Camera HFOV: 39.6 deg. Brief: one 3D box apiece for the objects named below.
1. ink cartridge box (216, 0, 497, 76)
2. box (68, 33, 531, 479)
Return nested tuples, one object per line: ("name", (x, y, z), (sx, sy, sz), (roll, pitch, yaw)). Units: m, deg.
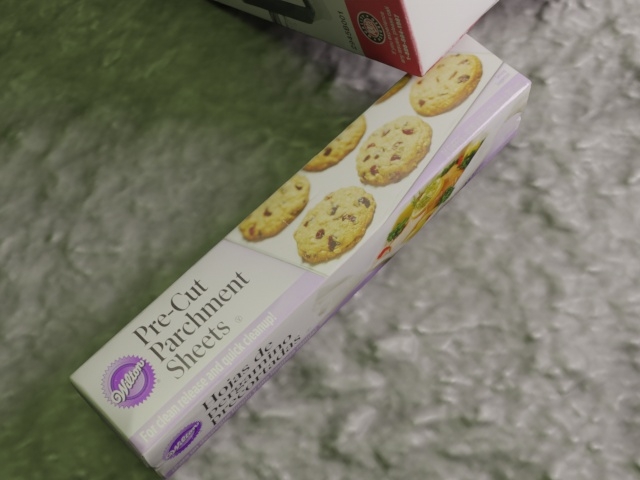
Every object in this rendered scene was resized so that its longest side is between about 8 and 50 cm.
("ink cartridge box", (-0.009, -0.213, 0.552), (0.217, 0.159, 0.092), (31, 69, 36))
("box", (0.000, 0.000, 0.535), (0.324, 0.063, 0.067), (-42, 69, -17))
